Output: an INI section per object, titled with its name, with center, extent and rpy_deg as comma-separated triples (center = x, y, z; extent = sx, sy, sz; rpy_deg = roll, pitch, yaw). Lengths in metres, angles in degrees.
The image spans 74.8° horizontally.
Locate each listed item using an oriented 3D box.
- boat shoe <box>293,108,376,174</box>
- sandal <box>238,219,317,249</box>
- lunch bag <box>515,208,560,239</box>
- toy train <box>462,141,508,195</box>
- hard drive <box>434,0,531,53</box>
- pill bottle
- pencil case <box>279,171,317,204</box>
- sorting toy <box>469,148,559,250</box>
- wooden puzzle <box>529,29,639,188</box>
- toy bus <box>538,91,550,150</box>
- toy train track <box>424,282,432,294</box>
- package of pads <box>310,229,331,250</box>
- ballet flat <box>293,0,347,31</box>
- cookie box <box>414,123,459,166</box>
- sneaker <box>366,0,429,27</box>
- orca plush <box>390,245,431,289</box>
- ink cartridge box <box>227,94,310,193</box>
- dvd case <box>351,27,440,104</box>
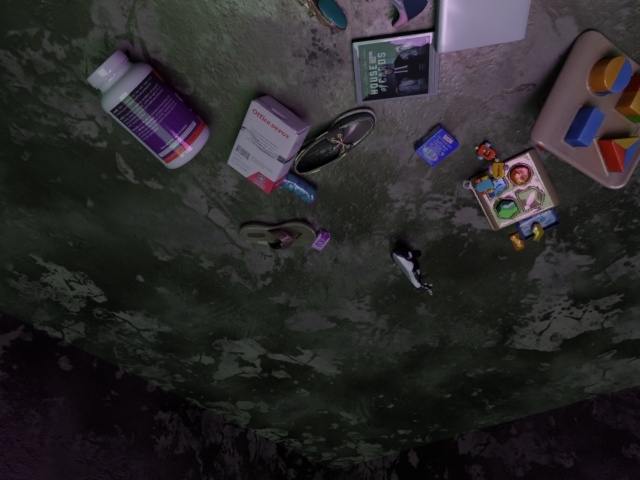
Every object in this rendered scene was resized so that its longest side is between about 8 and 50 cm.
[boat shoe]
center = 0.042, -0.301, 1.314
extent = 0.304, 0.091, 0.109
rpy_deg = -26, 127, 23
[sandal]
center = -0.163, -0.006, 1.594
extent = 0.302, 0.086, 0.120
rpy_deg = -2, 132, 4
[lunch bag]
center = 0.775, -0.068, 1.505
extent = 0.128, 0.096, 0.151
rpy_deg = -30, 137, 23
[toy train]
center = 0.542, -0.232, 1.368
extent = 0.125, 0.046, 0.166
rpy_deg = 36, 129, 26
[hard drive]
center = 0.397, -0.651, 0.996
extent = 0.232, 0.047, 0.353
rpy_deg = -9, 131, 1
[pill bottle]
center = -0.489, -0.374, 1.207
extent = 0.181, 0.182, 0.323
rpy_deg = -27, 126, 24
[pencil case]
center = -0.085, -0.185, 1.443
extent = 0.151, 0.065, 0.070
rpy_deg = 29, 111, -22
[sorting toy]
center = 0.671, -0.122, 1.411
extent = 0.229, 0.041, 0.307
rpy_deg = -27, 102, 22
[wooden puzzle]
center = 0.792, -0.349, 1.152
extent = 0.347, 0.080, 0.322
rpy_deg = 23, 97, -15
[toy bus]
center = 0.755, -0.336, 1.247
extent = 0.202, 0.104, 0.191
rpy_deg = -3, 132, 4
[toy train track]
center = 0.470, 0.213, 1.820
extent = 0.048, 0.014, 0.083
rpy_deg = -23, 128, 21
[package of pads]
center = 0.000, 0.000, 1.631
extent = 0.050, 0.032, 0.083
rpy_deg = 21, 130, -20
[ballet flat]
center = -0.019, -0.607, 1.067
extent = 0.206, 0.073, 0.067
rpy_deg = 39, 150, -25
[cookie box]
center = 0.370, -0.302, 1.335
extent = 0.091, 0.040, 0.107
rpy_deg = 33, 126, -25
[sneaker]
center = 0.127, -0.644, 0.985
extent = 0.319, 0.112, 0.131
rpy_deg = 35, 122, -25
[orca plush]
center = 0.380, 0.097, 1.663
extent = 0.102, 0.151, 0.287
rpy_deg = -43, 120, -3
[ink cartridge box]
center = -0.161, -0.293, 1.284
extent = 0.172, 0.100, 0.237
rpy_deg = 37, 128, 4
[dvd case]
center = 0.214, -0.486, 1.182
extent = 0.238, 0.030, 0.179
rpy_deg = -5, 131, 6
